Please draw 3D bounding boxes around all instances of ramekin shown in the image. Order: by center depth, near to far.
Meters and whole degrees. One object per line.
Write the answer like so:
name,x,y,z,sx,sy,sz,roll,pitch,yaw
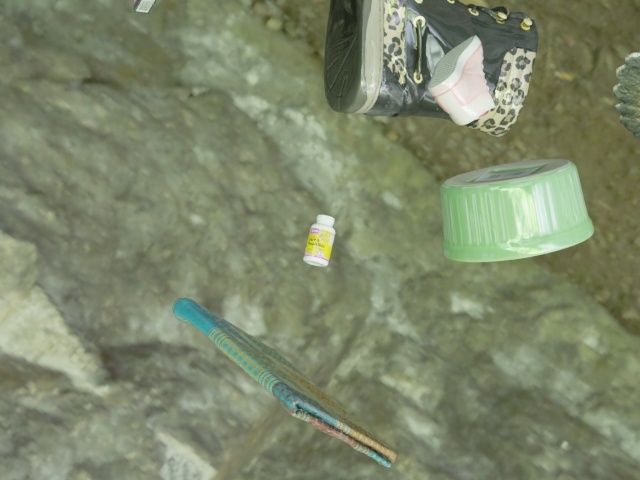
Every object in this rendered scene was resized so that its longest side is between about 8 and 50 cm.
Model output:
ramekin,0.384,-0.067,1.909,0.303,0.303,0.148,-150,48,-76

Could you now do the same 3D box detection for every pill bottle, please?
pill bottle,0.000,0.000,1.620,0.043,0.083,0.043,12,168,3

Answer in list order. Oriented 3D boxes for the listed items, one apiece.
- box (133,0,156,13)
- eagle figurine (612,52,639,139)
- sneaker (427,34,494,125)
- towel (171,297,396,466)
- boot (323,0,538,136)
box,-0.253,-0.433,1.390,0.029,0.162,0.116,1,163,-27
eagle figurine,0.494,-0.138,1.023,0.225,0.298,0.226,64,151,24
sneaker,0.162,-0.172,1.051,0.070,0.051,0.134,50,-143,-15
towel,-0.066,0.223,1.522,0.271,0.040,0.370,37,177,-41
boot,0.162,-0.334,1.322,0.284,0.377,0.138,10,170,-28
